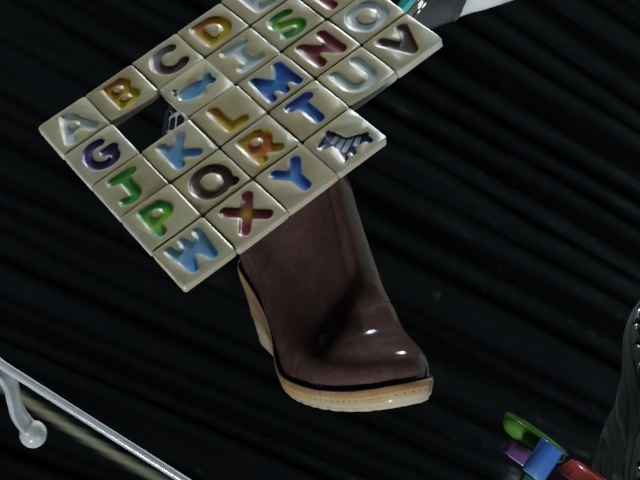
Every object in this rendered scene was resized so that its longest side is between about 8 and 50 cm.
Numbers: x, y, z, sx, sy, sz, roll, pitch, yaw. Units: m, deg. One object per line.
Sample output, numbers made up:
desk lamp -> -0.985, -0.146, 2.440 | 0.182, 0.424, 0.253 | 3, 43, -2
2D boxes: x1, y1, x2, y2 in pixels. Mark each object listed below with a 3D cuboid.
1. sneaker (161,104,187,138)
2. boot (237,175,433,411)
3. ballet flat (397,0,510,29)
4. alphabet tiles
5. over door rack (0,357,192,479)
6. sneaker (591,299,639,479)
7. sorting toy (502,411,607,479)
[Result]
sneaker -> -0.091, -0.126, 1.762 | 0.300, 0.121, 0.111 | 3, 85, 42
boot -> 0.000, 0.000, 0.982 | 0.248, 0.090, 0.207 | -156, 61, -62
ballet flat -> 0.153, -0.267, 1.216 | 0.280, 0.096, 0.095 | -60, 3, 47
alphabet tiles -> -0.045, -0.092, 0.908 | 0.237, 0.009, 0.198 | -37, 50, -12
over door rack -> -0.204, 0.225, 0.959 | 0.240, 0.324, 0.108 | -65, 5, -37
sneaker -> 0.275, 0.157, 1.147 | 0.130, 0.109, 0.286 | 120, 173, -49
sorting toy -> 0.150, 0.157, 0.915 | 0.102, 0.061, 0.042 | 36, 92, 37
